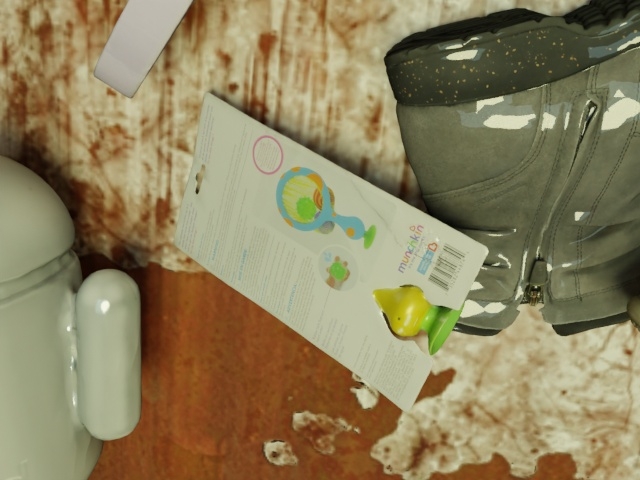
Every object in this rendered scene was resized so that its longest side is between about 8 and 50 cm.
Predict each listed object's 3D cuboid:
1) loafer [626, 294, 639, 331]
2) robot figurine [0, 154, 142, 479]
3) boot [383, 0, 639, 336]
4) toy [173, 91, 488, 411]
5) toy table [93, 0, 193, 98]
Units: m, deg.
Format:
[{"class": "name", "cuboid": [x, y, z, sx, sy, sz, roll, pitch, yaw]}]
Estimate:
[{"class": "loafer", "cuboid": [0.313, 0.040, 0.411, 0.269, 0.102, 0.092, 4, 118, -23]}, {"class": "robot figurine", "cuboid": [-0.275, 0.081, 0.480, 0.300, 0.199, 0.353, -2, 107, 3]}, {"class": "boot", "cuboid": [0.220, -0.056, 0.436, 0.339, 0.118, 0.222, -8, 113, 17]}, {"class": "toy", "cuboid": [0.000, 0.000, 0.476, 0.237, 0.056, 0.136, 34, 121, 26]}, {"class": "toy table", "cuboid": [-0.100, -0.236, 0.352, 0.161, 0.252, 0.274, 33, 96, -20]}]
